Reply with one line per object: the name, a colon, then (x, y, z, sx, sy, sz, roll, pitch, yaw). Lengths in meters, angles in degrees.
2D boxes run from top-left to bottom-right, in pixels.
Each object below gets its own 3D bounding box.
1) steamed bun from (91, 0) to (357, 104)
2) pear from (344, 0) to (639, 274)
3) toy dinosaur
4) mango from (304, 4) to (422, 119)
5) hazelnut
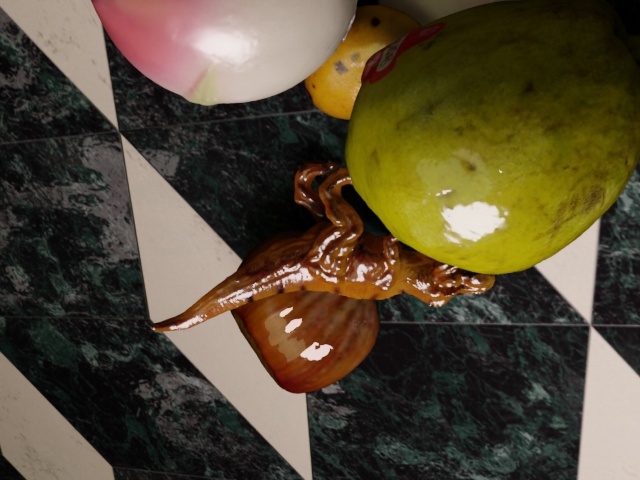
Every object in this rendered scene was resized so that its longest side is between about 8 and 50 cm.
steamed bun: (-0.130, -0.288, 1.852, 0.309, 0.309, 0.309, 25, 139, 24)
pear: (0.202, -0.121, 1.772, 0.375, 0.287, 0.287, -30, 104, 25)
toy dinosaur: (0.000, 0.000, 2.136, 0.432, 0.097, 0.208, -3, 90, 5)
mango: (0.048, -0.211, 1.967, 0.115, 0.090, 0.178, 46, 139, -2)
hazelnut: (-0.014, 0.089, 2.256, 0.210, 0.210, 0.186, 38, 170, 9)
